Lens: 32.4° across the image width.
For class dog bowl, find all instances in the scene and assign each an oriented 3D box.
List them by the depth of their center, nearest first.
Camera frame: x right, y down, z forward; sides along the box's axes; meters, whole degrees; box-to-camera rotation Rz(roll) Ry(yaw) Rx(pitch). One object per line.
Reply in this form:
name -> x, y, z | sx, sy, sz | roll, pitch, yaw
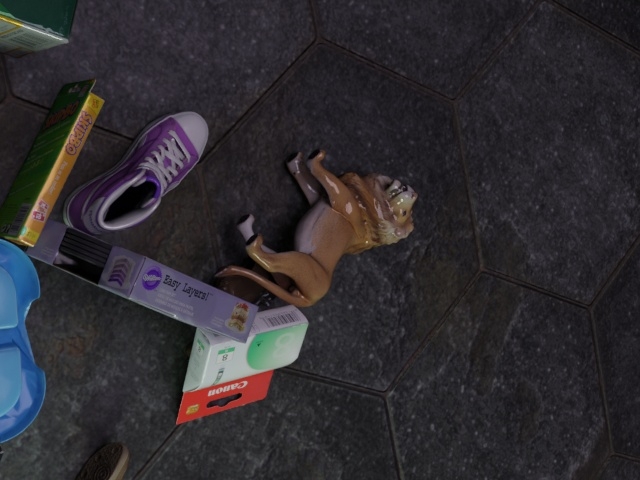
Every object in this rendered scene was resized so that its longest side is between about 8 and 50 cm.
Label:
dog bowl -> -0.492, 0.142, 1.586 | 0.166, 0.074, 0.297 | -6, 95, -34

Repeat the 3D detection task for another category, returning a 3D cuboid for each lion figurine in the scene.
lion figurine -> 0.000, 0.000, 1.863 | 0.240, 0.142, 0.392 | 52, 59, -21

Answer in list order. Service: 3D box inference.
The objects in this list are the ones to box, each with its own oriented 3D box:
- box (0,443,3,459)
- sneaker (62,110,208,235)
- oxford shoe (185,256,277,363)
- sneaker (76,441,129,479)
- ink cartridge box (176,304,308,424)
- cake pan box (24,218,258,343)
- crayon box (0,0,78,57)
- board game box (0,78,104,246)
box -> -0.556, 0.332, 1.493 | 0.220, 0.175, 0.051 | -12, 63, -34
sneaker -> -0.250, -0.101, 1.690 | 0.282, 0.161, 0.102 | -47, 115, -25
oxford shoe -> -0.158, 0.109, 1.817 | 0.096, 0.083, 0.227 | 50, 56, -18
sneaker -> -0.347, 0.405, 1.715 | 0.188, 0.066, 0.071 | -58, 137, -12
ink cartridge box -> -0.129, 0.214, 1.780 | 0.181, 0.056, 0.224 | -11, 133, -33
cake pan box -> -0.260, 0.057, 1.597 | 0.267, 0.246, 0.070 | 28, 80, -49
crayon box -> -0.512, -0.341, 1.469 | 0.323, 0.203, 0.083 | 15, 83, -34
board game box -> -0.397, -0.116, 1.608 | 0.039, 0.124, 0.259 | 28, 77, -33
